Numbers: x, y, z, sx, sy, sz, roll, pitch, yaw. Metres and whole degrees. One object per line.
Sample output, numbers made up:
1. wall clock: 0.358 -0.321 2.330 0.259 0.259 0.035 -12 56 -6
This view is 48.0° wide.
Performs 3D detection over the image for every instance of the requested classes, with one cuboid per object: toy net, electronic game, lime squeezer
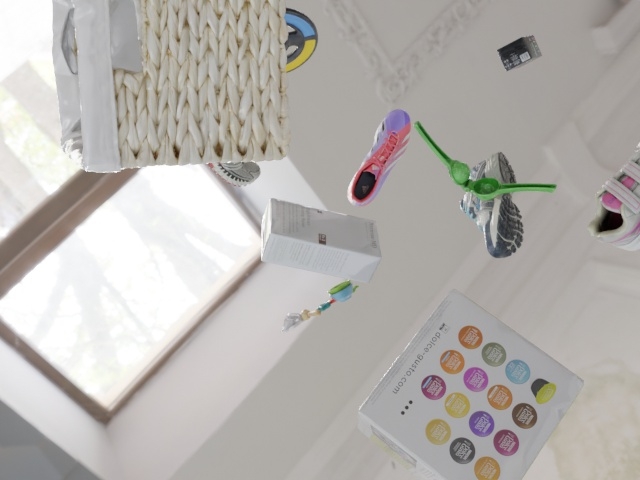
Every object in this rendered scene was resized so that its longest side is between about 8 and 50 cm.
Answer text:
1. toy net: -0.011 0.169 1.889 0.232 0.045 0.122 -29 -176 9
2. electronic game: -0.118 -0.470 1.717 0.229 0.229 0.048 -24 -118 25
3. lime squeezer: 0.318 -0.139 1.487 0.058 0.310 0.110 -61 174 -20

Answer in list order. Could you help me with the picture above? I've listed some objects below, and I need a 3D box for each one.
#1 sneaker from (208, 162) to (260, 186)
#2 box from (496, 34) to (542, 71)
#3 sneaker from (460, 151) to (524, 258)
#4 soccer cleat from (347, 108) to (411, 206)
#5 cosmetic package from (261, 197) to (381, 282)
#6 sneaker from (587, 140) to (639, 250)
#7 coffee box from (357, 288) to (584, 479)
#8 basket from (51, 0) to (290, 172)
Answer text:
1. sneaker: -0.187 -0.183 1.422 0.093 0.225 0.088 -36 -127 15
2. box: 0.422 -0.397 1.522 0.062 0.052 0.083 -23 -176 35
3. sneaker: 0.389 -0.068 1.661 0.122 0.110 0.283 -23 -137 35
4. soccer cleat: 0.138 -0.188 1.657 0.248 0.083 0.095 -60 180 7
5. cosmetic package: 0.000 0.000 1.449 0.117 0.231 0.085 -95 -160 -47
6. sneaker: 0.561 -0.087 1.279 0.111 0.252 0.103 -6 -147 -30
7. coffee box: 0.310 0.370 1.586 0.337 0.334 0.338 -50 165 -15
8. basket: -0.213 -0.268 0.965 0.267 0.328 0.331 -5 -168 -22
